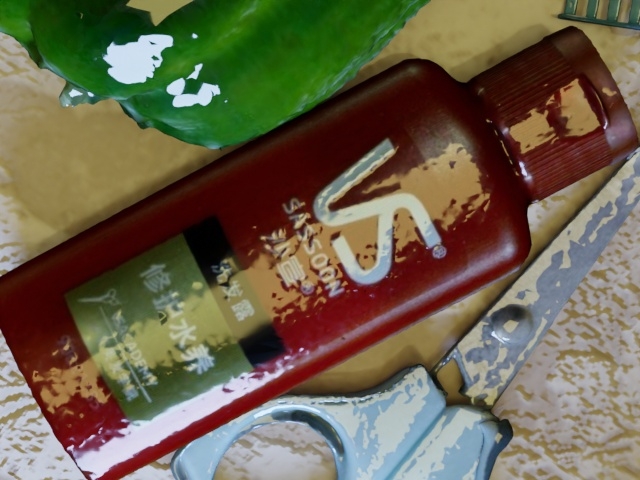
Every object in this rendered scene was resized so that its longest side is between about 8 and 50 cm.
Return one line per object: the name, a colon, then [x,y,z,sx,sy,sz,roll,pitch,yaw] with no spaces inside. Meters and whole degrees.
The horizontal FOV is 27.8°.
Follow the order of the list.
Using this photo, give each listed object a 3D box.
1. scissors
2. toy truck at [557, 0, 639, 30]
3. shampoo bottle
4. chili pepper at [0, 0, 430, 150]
scissors: [0.081,0.069,0.672,0.191,0.029,0.360,38,97,-7]
toy truck: [0.191,-0.110,0.633,0.136,0.074,0.063,15,100,36]
shampoo bottle: [0.000,0.000,0.631,0.314,0.076,0.118,-27,86,3]
chili pepper: [0.004,-0.207,0.549,0.213,0.167,0.385,38,96,-10]
